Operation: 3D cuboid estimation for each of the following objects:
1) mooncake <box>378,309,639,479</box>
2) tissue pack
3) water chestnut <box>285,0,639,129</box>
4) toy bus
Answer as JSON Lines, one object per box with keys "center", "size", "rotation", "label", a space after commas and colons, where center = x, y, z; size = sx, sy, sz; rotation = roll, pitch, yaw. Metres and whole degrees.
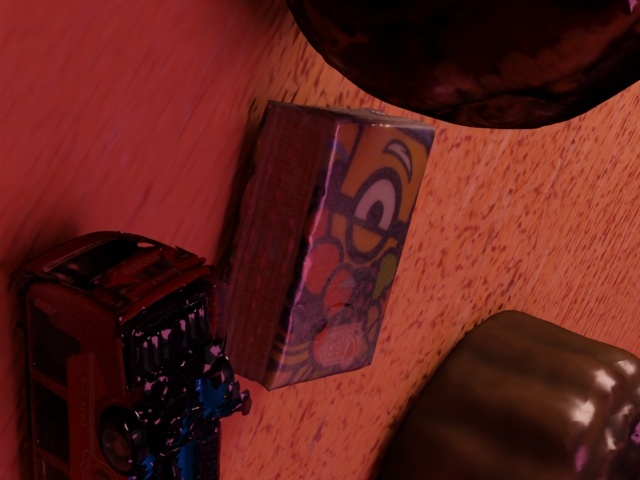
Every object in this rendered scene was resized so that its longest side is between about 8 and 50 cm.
{"center": [0.165, 0.204, 0.976], "size": [0.290, 0.161, 0.290], "rotation": [-33, 132, -46], "label": "mooncake"}
{"center": [0.000, 0.000, 0.693], "size": [0.109, 0.060, 0.148], "rotation": [-4, 112, -56], "label": "tissue pack"}
{"center": [0.078, -0.159, 0.580], "size": [0.238, 0.224, 0.223], "rotation": [6, 103, -62], "label": "water chestnut"}
{"center": [-0.089, 0.108, 0.580], "size": [0.073, 0.096, 0.234], "rotation": [-30, 132, -46], "label": "toy bus"}
